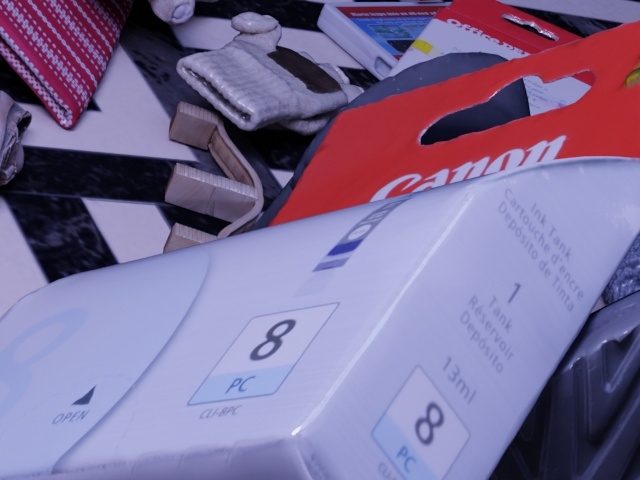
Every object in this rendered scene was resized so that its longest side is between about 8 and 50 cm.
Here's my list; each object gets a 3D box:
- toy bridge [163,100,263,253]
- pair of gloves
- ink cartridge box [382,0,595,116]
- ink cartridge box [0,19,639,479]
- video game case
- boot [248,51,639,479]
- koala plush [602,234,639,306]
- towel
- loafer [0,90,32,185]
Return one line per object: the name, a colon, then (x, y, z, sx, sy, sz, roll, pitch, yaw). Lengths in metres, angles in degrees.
toy bridge: (-0.070, -0.030, 1.300, 0.063, 0.026, 0.188, 18, 29, -14)
pair of gloves: (-0.084, -0.167, 1.455, 0.240, 0.042, 0.204, 43, 18, 18)
ink cartridge box: (0.117, -0.091, 1.457, 0.134, 0.078, 0.231, 25, 36, 9)
ink cartridge box: (0.000, 0.000, 0.892, 0.091, 0.308, 0.385, 52, 51, -21)
video game case: (0.156, -0.113, 1.620, 0.204, 0.025, 0.285, -7, 41, -44)
boot: (0.104, 0.029, 1.000, 0.146, 0.367, 0.445, 50, 19, -20)
koala plush: (0.315, -0.007, 1.350, 0.203, 0.221, 0.196, 33, 30, 17)
towel: (-0.214, -0.209, 1.410, 0.199, 0.031, 0.275, 50, 22, -20)
loafer: (-0.200, -0.060, 1.237, 0.039, 0.045, 0.125, 22, 24, -18)
